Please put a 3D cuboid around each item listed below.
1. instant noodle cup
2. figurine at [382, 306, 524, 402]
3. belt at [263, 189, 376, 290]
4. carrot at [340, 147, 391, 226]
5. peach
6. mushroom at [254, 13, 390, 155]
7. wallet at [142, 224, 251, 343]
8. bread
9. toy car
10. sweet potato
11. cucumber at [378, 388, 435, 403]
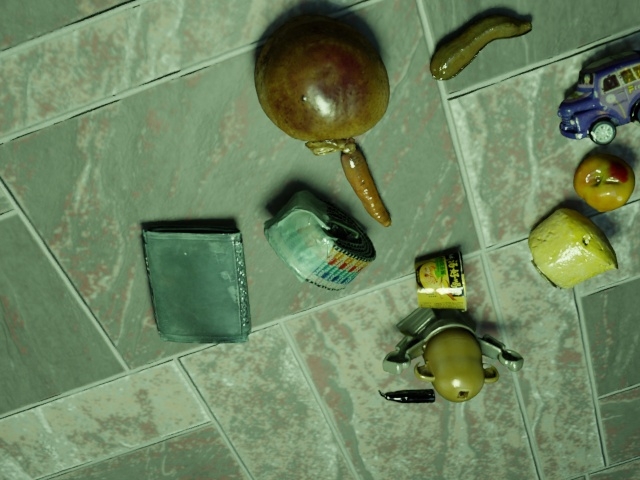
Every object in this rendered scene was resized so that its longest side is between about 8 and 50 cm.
[{"bbox_3d":[0.298,0.105,1.826,0.122,0.151,0.151,-6,124,10],"label":"instant noodle cup"},{"bbox_3d":[0.326,0.286,1.854,0.343,0.285,0.167,-19,122,2],"label":"figurine"},{"bbox_3d":[0.000,0.000,1.670,0.258,0.207,0.150,25,117,-41],"label":"belt"},{"bbox_3d":[0.109,-0.115,1.703,0.059,0.059,0.247,-25,125,8],"label":"carrot"},{"bbox_3d":[0.668,-0.137,1.718,0.138,0.138,0.138,-4,123,-6],"label":"peach"},{"bbox_3d":[0.008,-0.301,1.484,0.263,0.195,0.283,-20,123,-2],"label":"mushroom"},{"bbox_3d":[-0.295,0.106,1.779,0.237,0.075,0.342,-1,125,0],"label":"wallet"},{"bbox_3d":[0.609,0.022,1.781,0.170,0.197,0.197,-39,120,22],"label":"bread"},{"bbox_3d":[0.626,-0.312,1.593,0.235,0.172,0.157,-22,107,9],"label":"toy car"},{"bbox_3d":[0.328,-0.416,1.537,0.233,0.062,0.081,-29,137,7],"label":"sweet potato"},{"bbox_3d":[0.246,0.447,2.093,0.163,0.039,0.043,-1,102,-9],"label":"cucumber"}]
